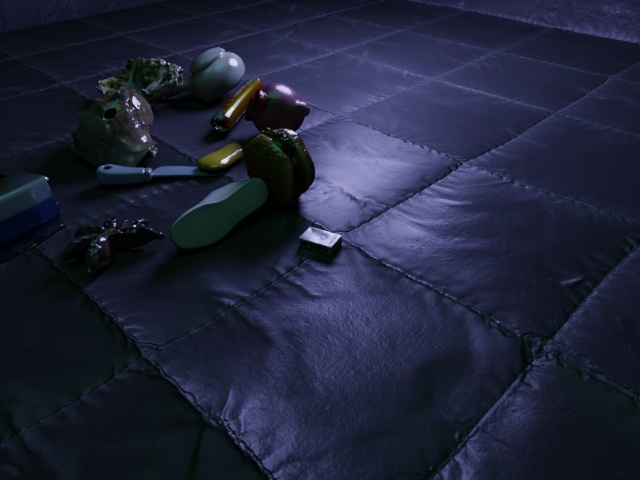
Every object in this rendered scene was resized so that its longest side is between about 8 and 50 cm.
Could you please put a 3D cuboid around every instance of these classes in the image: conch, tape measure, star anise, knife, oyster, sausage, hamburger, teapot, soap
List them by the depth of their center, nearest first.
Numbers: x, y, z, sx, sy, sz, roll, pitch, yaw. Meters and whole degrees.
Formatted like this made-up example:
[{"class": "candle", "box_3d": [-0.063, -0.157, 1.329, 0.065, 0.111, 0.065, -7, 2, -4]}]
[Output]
[{"class": "star anise", "box_3d": [-0.476, -0.008, 1.234, 0.208, 0.063, 0.172, -30, 43, -34]}, {"class": "tape measure", "box_3d": [-0.773, -0.067, 1.267, 0.262, 0.138, 0.259, 21, 39, 28]}, {"class": "hamburger", "box_3d": [-0.105, -0.186, 1.361, 0.182, 0.191, 0.118, 41, 50, 20]}, {"class": "knife", "box_3d": [-0.434, -0.186, 1.515, 0.332, 0.044, 0.080, -4, 28, -14]}, {"class": "soap", "box_3d": [-0.276, -0.234, 1.569, 0.089, 0.033, 0.168, 21, 36, 24]}, {"class": "conch", "box_3d": [-0.602, -0.327, 1.610, 0.263, 0.186, 0.324, -36, 44, -15]}, {"class": "sausage", "box_3d": [-0.279, -0.440, 1.835, 0.082, 0.082, 0.371, 7, 37, 12]}, {"class": "oyster", "box_3d": [-0.614, -0.535, 1.926, 0.355, 0.107, 0.201, 13, 65, 31]}, {"class": "teapot", "box_3d": [-0.421, -0.564, 1.955, 0.318, 0.149, 0.220, -38, 28, -10]}]

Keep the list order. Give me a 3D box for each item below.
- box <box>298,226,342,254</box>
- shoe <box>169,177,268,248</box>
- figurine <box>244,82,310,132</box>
[{"class": "box", "box_3d": [0.000, 0.000, 1.241, 0.083, 0.024, 0.054, 16, 37, 25]}, {"class": "shoe", "box_3d": [-0.247, -0.064, 1.298, 0.265, 0.095, 0.110, -34, 25, -29]}, {"class": "figurine", "box_3d": [-0.129, -0.394, 1.689, 0.173, 0.173, 0.173, -1, 35, 1]}]
